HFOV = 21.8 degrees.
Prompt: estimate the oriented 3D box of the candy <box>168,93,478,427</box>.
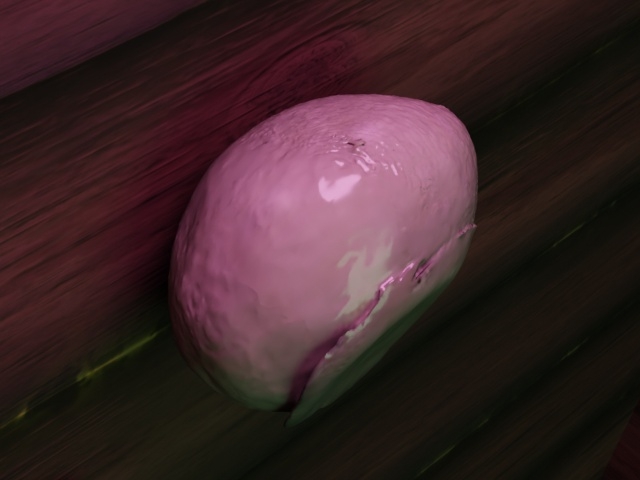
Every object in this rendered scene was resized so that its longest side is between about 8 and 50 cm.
[{"bbox_3d":[0.000,0.000,1.228,0.295,0.185,0.295,-49,173,-8],"label":"candy"}]
